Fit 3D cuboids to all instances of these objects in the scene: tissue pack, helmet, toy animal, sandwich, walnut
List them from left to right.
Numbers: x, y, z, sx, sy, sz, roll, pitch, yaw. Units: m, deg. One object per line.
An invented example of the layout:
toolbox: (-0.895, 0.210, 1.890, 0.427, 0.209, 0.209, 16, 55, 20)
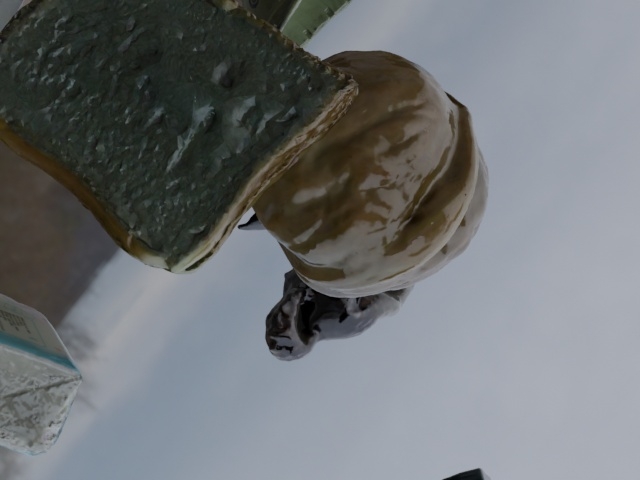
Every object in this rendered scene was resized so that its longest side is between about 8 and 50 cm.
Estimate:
tissue pack: (-0.398, 0.130, 1.826, 0.124, 0.201, 0.271, -62, -157, 4)
sandwich: (-0.159, -0.144, 1.546, 0.271, 0.301, 0.099, -49, 175, -7)
helmet: (-0.054, -0.372, 2.401, 0.257, 0.137, 0.204, -47, 169, -7)
toy animal: (0.000, 0.000, 2.388, 0.194, 0.344, 0.302, 0, -165, 33)
walnut: (0.053, -0.071, 1.805, 0.285, 0.296, 0.285, -22, -137, 22)

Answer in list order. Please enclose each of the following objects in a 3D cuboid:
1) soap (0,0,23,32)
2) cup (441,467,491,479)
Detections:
soap: (-0.454, -0.385, 2.121, 0.302, 0.159, 0.258, -55, -143, 5)
cup: (0.212, 0.461, 1.961, 0.242, 0.308, 0.292, -46, 163, -2)
